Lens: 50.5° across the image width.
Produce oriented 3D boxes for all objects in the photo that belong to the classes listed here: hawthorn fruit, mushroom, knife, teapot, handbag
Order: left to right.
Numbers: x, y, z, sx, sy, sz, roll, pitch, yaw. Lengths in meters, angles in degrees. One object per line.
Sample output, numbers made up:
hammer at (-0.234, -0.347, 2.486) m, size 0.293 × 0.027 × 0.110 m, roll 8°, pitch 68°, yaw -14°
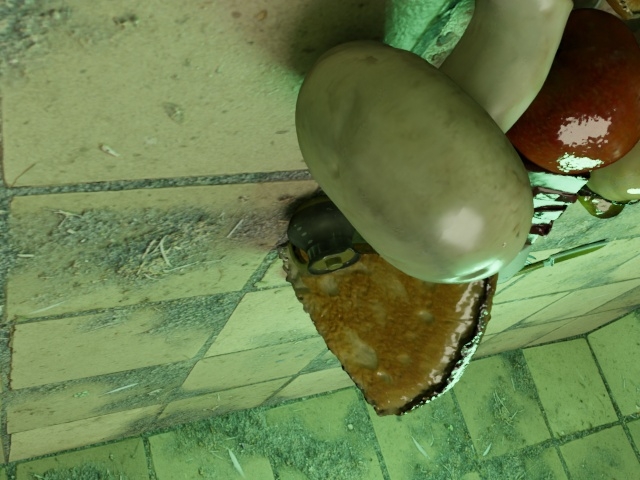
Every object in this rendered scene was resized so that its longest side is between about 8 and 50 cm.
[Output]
teapot at (0.000, 0.000, 1.187) m, size 0.130 × 0.119 × 0.165 m, roll 1°, pitch 153°, yaw -37°
mushroom at (0.105, -0.116, 0.753) m, size 0.314 × 0.315 × 0.356 m, roll -12°, pitch 129°, yaw -14°
handbag at (0.258, -0.089, 1.087) m, size 0.275 × 0.084 × 0.260 m, roll 11°, pitch 155°, yaw 0°
knife at (0.692, 0.061, 2.011) m, size 0.342 × 0.027 × 0.061 m, roll -17°, pitch 155°, yaw 0°
hawthorn fruit at (0.334, -0.171, 0.874) m, size 0.196 × 0.197 × 0.225 m, roll -29°, pitch 129°, yaw 28°

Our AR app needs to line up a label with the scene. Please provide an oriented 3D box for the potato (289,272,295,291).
potato at (-0.010, 0.098, 1.465) m, size 0.100 × 0.089 × 0.172 m, roll -13°, pitch 160°, yaw -6°

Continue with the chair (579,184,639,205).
chair at (0.496, -0.123, 1.244) m, size 0.213 × 0.149 × 0.174 m, roll -24°, pitch 163°, yaw 31°

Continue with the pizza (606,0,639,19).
pizza at (0.337, -0.340, 0.687) m, size 0.176 × 0.036 × 0.184 m, roll -48°, pitch 129°, yaw 5°

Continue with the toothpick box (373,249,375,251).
toothpick box at (0.214, 0.123, 1.518) m, size 0.262 × 0.263 × 0.355 m, roll -14°, pitch 160°, yaw -9°

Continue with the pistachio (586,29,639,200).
pistachio at (0.495, -0.178, 1.001) m, size 0.229 × 0.230 × 0.309 m, roll -15°, pitch 143°, yaw -6°

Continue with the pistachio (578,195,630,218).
pistachio at (0.612, -0.105, 1.431) m, size 0.110 × 0.100 × 0.189 m, roll -28°, pitch 156°, yaw 36°

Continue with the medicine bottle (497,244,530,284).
medicine bottle at (0.385, 0.005, 1.469) m, size 0.143 × 0.144 × 0.258 m, roll -19°, pitch 158°, yaw 4°

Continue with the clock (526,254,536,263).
clock at (0.514, 0.064, 1.855) m, size 0.147 × 0.045 × 0.108 m, roll -15°, pitch 160°, yaw -6°

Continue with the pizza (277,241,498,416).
pizza at (0.145, 0.171, 1.281) m, size 0.434 × 0.392 × 0.080 m, roll 0°, pitch -156°, yaw 35°
